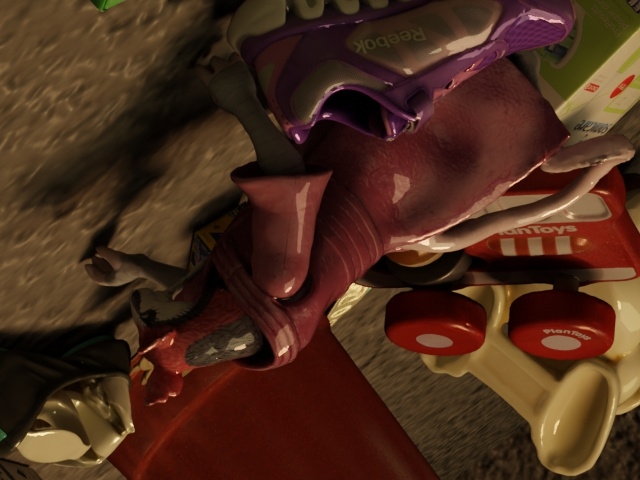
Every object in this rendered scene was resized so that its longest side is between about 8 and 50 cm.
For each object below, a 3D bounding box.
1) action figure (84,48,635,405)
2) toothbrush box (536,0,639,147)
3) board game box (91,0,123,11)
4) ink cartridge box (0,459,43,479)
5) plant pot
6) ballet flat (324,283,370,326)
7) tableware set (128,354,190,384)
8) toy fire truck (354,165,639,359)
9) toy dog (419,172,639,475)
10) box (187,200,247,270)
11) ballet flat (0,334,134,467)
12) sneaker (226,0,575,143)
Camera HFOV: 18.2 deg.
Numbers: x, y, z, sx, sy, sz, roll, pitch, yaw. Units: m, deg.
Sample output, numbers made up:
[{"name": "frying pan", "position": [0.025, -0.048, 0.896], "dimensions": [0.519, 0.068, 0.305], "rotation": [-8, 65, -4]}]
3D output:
[{"name": "action figure", "position": [0.000, 0.000, 1.443], "dimensions": [0.370, 0.275, 0.248], "rotation": [-50, 177, -29]}, {"name": "toothbrush box", "position": [0.262, -0.213, 1.754], "dimensions": [0.283, 0.122, 0.206], "rotation": [-44, 165, 16]}, {"name": "board game box", "position": [0.010, -0.263, 1.106], "dimensions": [0.317, 0.046, 0.213], "rotation": [-31, 163, -36]}, {"name": "ink cartridge box", "position": [-0.263, 0.268, 1.721], "dimensions": [0.087, 0.153, 0.208], "rotation": [-42, 166, 0]}, {"name": "plant pot", "position": [-0.039, 0.204, 1.890], "dimensions": [0.272, 0.265, 0.272], "rotation": [-39, 165, -13]}, {"name": "ballet flat", "position": [-0.012, 0.075, 2.041], "dimensions": [0.052, 0.057, 0.168], "rotation": [23, 114, -43]}, {"name": "tableware set", "position": [-0.088, 0.072, 1.653], "dimensions": [0.168, 0.020, 0.141], "rotation": [-30, 164, -17]}, {"name": "toy fire truck", "position": [0.146, -0.012, 1.845], "dimensions": [0.254, 0.302, 0.169], "rotation": [51, 43, -58]}, {"name": "toy dog", "position": [0.366, 0.048, 2.583], "dimensions": [0.408, 0.284, 0.395], "rotation": [-23, 139, -54]}, {"name": "box", "position": [-0.077, 0.036, 1.711], "dimensions": [0.054, 0.059, 0.169], "rotation": [-32, 163, -22]}, {"name": "ballet flat", "position": [-0.210, 0.136, 1.587], "dimensions": [0.095, 0.096, 0.280], "rotation": [-44, 166, 16]}, {"name": "sneaker", "position": [0.060, -0.118, 1.327], "dimensions": [0.236, 0.105, 0.095], "rotation": [-9, 161, -15]}]
